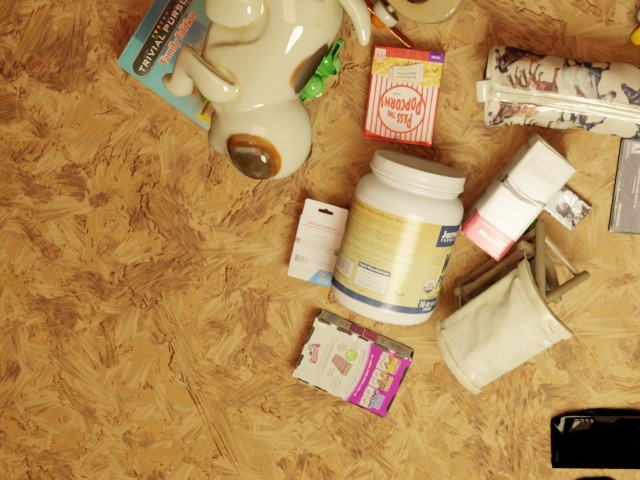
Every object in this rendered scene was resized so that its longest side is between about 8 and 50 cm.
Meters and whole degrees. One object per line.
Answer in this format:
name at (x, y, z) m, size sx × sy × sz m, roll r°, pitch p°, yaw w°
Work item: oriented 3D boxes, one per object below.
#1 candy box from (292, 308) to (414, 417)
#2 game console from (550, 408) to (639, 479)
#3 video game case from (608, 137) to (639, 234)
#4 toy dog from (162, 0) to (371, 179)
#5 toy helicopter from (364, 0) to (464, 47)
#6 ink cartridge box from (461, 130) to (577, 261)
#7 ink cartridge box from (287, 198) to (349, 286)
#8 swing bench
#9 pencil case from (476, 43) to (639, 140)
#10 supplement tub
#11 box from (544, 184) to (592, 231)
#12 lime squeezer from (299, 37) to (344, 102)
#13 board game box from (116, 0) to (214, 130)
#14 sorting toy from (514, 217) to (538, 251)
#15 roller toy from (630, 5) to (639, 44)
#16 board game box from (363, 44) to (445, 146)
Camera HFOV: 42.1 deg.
candy box at (0.073, 0.276, 1.876) m, size 0.233 × 0.071 × 0.159 m, roll 24°, pitch 106°, yaw 4°
game console at (0.626, 0.546, 1.851) m, size 0.213 × 0.044 × 0.361 m, roll -3°, pitch 102°, yaw 11°
video game case at (0.741, -0.101, 1.695) m, size 0.274 × 0.026 × 0.196 m, roll 6°, pitch 104°, yaw 10°
toy dog at (-0.099, -0.321, 1.599) m, size 0.395 × 0.284 × 0.408 m, roll 11°, pitch 110°, yaw 11°
toy helicopter at (0.124, -0.542, 1.676) m, size 0.355 × 0.140 × 0.235 m, roll 28°, pitch 115°, yaw 14°
ink cartridge box at (0.396, -0.093, 1.682) m, size 0.100 × 0.172 × 0.237 m, roll 38°, pitch 106°, yaw 0°
ink cartridge box at (0.000, 0.000, 1.833) m, size 0.104 × 0.060 × 0.180 m, roll 16°, pitch 105°, yaw 7°
swing bench at (0.373, 0.133, 1.659) m, size 0.165 × 0.255 × 0.253 m, roll 47°, pitch 126°, yaw -2°
pencil case at (0.508, -0.278, 1.617) m, size 0.410 × 0.183 × 0.160 m, roll 9°, pitch 104°, yaw 9°
supplement tub at (0.162, -0.009, 1.714) m, size 0.228 × 0.228 × 0.316 m, roll 17°, pitch 105°, yaw 6°
box at (0.516, -0.070, 1.745) m, size 0.083 × 0.018 × 0.067 m, roll 39°, pitch 107°, yaw 0°
lime squeezer at (-0.009, -0.330, 1.746) m, size 0.058 × 0.110 × 0.310 m, roll 29°, pitch 138°, yaw -15°
board game box at (-0.228, -0.385, 1.779) m, size 0.336 × 0.079 × 0.254 m, roll 36°, pitch 106°, yaw 1°
sorting toy at (0.447, -0.004, 1.752) m, size 0.042 × 0.061 × 0.102 m, roll 23°, pitch 128°, yaw 4°
roller toy at (0.695, -0.439, 1.543) m, size 0.191 × 0.209 × 0.146 m, roll -41°, pitch 94°, yaw -19°
board game box at (0.175, -0.302, 1.741) m, size 0.146 × 0.045 × 0.194 m, roll 8°, pitch 105°, yaw 9°
